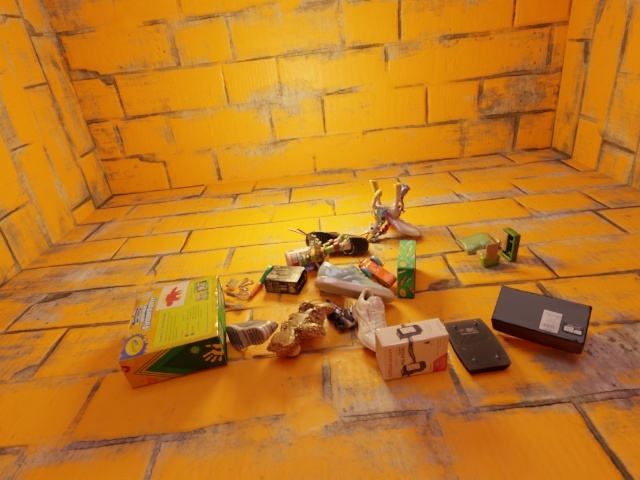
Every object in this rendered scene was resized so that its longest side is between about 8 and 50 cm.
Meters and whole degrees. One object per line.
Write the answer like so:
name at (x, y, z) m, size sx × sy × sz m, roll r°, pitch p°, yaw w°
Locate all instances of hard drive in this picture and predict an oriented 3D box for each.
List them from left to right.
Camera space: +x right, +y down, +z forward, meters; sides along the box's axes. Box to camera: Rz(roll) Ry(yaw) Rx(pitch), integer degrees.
hard drive at (0.578, 0.394, 1.519) m, size 0.172 × 0.054 × 0.254 m, roll -8°, pitch 27°, yaw -2°

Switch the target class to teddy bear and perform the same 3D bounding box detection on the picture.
teddy bear at (-0.072, 0.361, 1.662) m, size 0.245 × 0.113 × 0.338 m, roll -8°, pitch 24°, yaw 20°

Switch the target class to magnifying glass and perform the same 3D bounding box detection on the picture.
magnifying glass at (-0.302, 0.208, 2.071) m, size 0.026 × 0.092 × 0.231 m, roll 27°, pitch 45°, yaw 4°

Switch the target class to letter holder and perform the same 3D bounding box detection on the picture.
letter holder at (0.831, 0.317, 1.542) m, size 0.302 × 0.214 × 0.152 m, roll 13°, pitch 65°, yaw 32°

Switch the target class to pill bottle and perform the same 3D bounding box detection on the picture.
pill bottle at (-0.072, 0.095, 2.181) m, size 0.221 × 0.121 × 0.121 m, roll -12°, pitch 27°, yaw -11°

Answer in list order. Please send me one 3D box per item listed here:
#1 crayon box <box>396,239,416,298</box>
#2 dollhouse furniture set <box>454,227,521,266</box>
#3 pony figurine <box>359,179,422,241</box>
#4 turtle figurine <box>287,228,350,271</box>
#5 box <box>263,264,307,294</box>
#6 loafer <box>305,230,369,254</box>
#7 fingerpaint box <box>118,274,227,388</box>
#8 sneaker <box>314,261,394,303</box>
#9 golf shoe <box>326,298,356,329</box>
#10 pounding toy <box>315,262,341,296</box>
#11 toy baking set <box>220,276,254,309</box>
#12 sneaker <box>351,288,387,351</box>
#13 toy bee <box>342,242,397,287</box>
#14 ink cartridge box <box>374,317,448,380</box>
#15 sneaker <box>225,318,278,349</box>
crayon box at (0.416, 0.132, 1.947) m, size 0.081 × 0.165 × 0.278 m, roll 1°, pitch 28°, yaw 14°
dollhouse furniture set at (0.868, -0.009, 2.137) m, size 0.198 × 0.151 × 0.301 m, roll -10°, pitch 27°, yaw -7°
pony figurine at (0.416, -0.161, 2.402) m, size 0.351 × 0.363 × 0.303 m, roll 2°, pitch 16°, yaw -19°
turtle figurine at (0.000, 0.000, 2.058) m, size 0.266 × 0.198 × 0.274 m, roll -15°, pitch 73°, yaw -16°
box at (-0.174, 0.197, 2.051) m, size 0.180 × 0.077 × 0.147 m, roll 2°, pitch 28°, yaw 17°
loafer at (0.095, 0.019, 2.319) m, size 0.366 × 0.133 × 0.130 m, roll 9°, pitch 6°, yaw 8°
fingerpaint box at (-0.598, 0.364, 1.714) m, size 0.371 × 0.163 × 0.445 m, roll -13°, pitch 30°, yaw -8°
sneaker at (0.165, 0.178, 1.821) m, size 0.366 × 0.135 × 0.150 m, roll 16°, pitch 64°, yaw -5°
golf shoe at (0.084, 0.323, 1.770) m, size 0.094 × 0.077 × 0.198 m, roll -1°, pitch 26°, yaw -25°
pounding toy at (0.038, 0.188, 1.962) m, size 0.141 × 0.130 × 0.100 m, roll 1°, pitch 28°, yaw 16°
toy baking set at (-0.431, 0.256, 2.006) m, size 0.197 × 0.030 × 0.256 m, roll -15°, pitch 32°, yaw 10°
sneaker at (0.207, 0.318, 1.622) m, size 0.114 × 0.152 × 0.305 m, roll 7°, pitch 30°, yaw -21°
toy bee at (0.258, 0.137, 2.010) m, size 0.195 × 0.162 × 0.298 m, roll -27°, pitch 59°, yaw -2°
ink cartridge box at (0.324, 0.391, 1.452) m, size 0.237 × 0.171 × 0.100 m, roll -9°, pitch 28°, yaw -4°
sneaker at (-0.281, 0.378, 1.659) m, size 0.281 × 0.105 × 0.115 m, roll -10°, pitch 8°, yaw 42°
